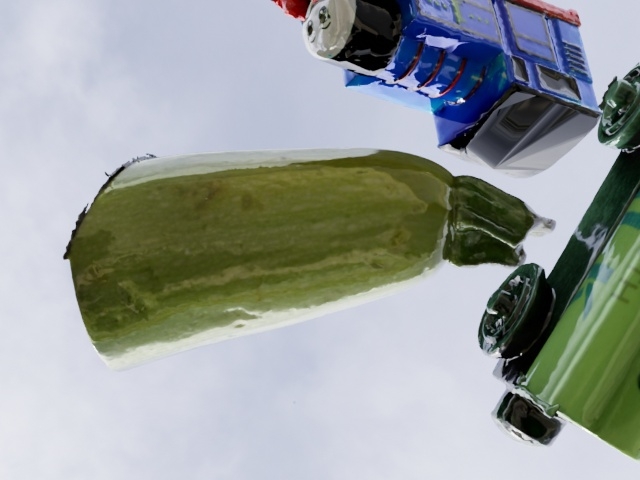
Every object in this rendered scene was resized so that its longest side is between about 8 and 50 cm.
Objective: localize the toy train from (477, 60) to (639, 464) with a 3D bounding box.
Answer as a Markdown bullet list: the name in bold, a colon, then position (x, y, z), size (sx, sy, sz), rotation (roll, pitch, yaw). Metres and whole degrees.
- **toy train**: position (0.177, 0.004, 0.629), size (0.105, 0.157, 0.253), rotation (32, -91, -12)

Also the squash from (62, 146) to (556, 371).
- **squash**: position (-0.005, -0.016, 0.758), size (0.287, 0.137, 0.137), rotation (-15, -97, 7)

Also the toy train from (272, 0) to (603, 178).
- **toy train**: position (0.075, -0.127, 0.773), size (0.204, 0.083, 0.131), rotation (13, -124, -31)
